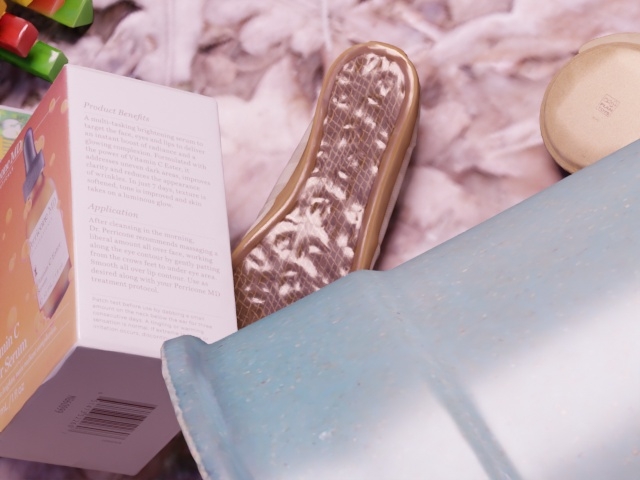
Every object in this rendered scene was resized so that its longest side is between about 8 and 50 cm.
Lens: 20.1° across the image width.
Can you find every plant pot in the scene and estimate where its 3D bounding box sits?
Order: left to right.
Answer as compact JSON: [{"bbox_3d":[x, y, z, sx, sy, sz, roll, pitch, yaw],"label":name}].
[{"bbox_3d":[0.168,0.093,0.700,0.334,0.341,0.341,-33,57,0],"label":"plant pot"}]

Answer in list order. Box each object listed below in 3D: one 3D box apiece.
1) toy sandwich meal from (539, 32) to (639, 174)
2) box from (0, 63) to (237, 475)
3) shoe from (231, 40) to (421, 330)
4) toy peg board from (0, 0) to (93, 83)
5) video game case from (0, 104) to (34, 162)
[{"bbox_3d":[0.153,-0.067,0.939,0.085,0.029,0.086,-8,70,22],"label":"toy sandwich meal"},{"bbox_3d":[-0.116,0.017,0.955,0.130,0.091,0.170,-47,41,45],"label":"box"},{"bbox_3d":[0.000,0.000,0.973,0.076,0.058,0.219,25,84,12],"label":"shoe"},{"bbox_3d":[-0.181,-0.184,1.086,0.079,0.160,0.161,24,80,17],"label":"toy peg board"},{"bbox_3d":[-0.245,-0.009,1.012,0.023,0.212,0.193,124,150,-49],"label":"video game case"}]
